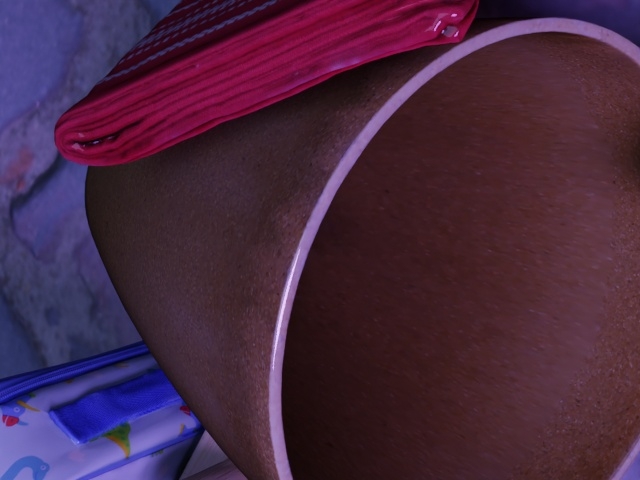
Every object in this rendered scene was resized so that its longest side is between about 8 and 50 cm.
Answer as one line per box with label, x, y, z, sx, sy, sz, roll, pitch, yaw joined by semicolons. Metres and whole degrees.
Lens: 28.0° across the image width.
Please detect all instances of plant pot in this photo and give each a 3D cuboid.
plant pot;0.000;0.000;0.594;0.254;0.237;0.237;23;107;48

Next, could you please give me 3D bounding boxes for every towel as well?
towel;0.020;-0.131;0.548;0.199;0.275;0.031;-16;117;36

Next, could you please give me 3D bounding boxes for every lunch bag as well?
lunch bag;-0.129;0.139;0.687;0.090;0.219;0.176;40;117;21

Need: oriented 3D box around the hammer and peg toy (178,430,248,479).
hammer and peg toy;-0.022;0.296;0.665;0.266;0.127;0.361;36;114;22
